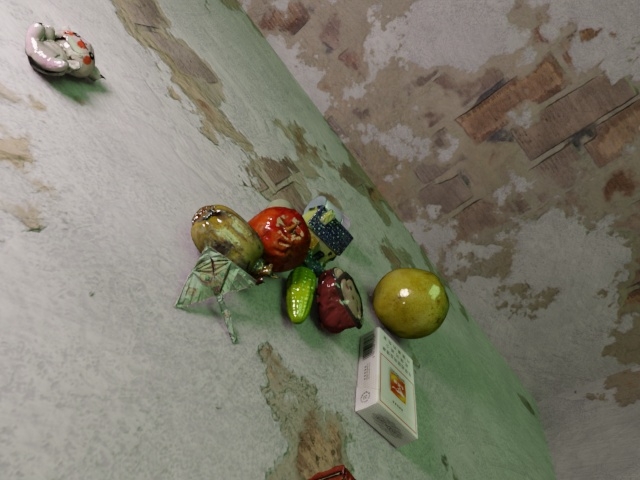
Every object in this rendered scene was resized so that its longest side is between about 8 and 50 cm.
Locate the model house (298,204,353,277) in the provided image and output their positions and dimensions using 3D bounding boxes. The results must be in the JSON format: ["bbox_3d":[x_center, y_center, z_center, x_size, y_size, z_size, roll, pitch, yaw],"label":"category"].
[{"bbox_3d":[0.000,0.000,1.480,0.194,0.211,0.170,45,25,-23],"label":"model house"}]

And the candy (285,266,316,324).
[{"bbox_3d":[-0.063,0.172,1.288,0.097,0.097,0.209,42,29,-26],"label":"candy"}]

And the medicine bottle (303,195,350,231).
[{"bbox_3d":[0.028,-0.085,1.718,0.168,0.135,0.135,35,31,-34],"label":"medicine bottle"}]

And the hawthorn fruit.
[{"bbox_3d":[-0.115,-0.014,1.248,0.208,0.243,0.207,8,69,-23],"label":"hawthorn fruit"}]

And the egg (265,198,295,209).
[{"bbox_3d":[-0.138,-0.076,1.439,0.114,0.114,0.152,37,32,-33],"label":"egg"}]

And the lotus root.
[{"bbox_3d":[-0.229,0.021,1.133,0.278,0.154,0.154,44,27,-20],"label":"lotus root"}]

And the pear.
[{"bbox_3d":[0.385,0.257,1.747,0.304,0.304,0.303,41,29,-28],"label":"pear"}]

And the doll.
[{"bbox_3d":[-0.644,-0.465,1.056,0.149,0.095,0.192,55,22,-14],"label":"doll"}]

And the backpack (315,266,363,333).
[{"bbox_3d":[0.059,0.194,1.409,0.229,0.139,0.229,-21,90,-74],"label":"backpack"}]

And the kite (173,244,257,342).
[{"bbox_3d":[-0.249,0.133,1.026,0.229,0.012,0.249,-17,92,-40],"label":"kite"}]

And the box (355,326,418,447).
[{"bbox_3d":[0.223,0.481,1.412,0.210,0.095,0.330,46,25,-18],"label":"box"}]

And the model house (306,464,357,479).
[{"bbox_3d":[0.042,0.604,0.827,0.254,0.196,0.160,49,24,-14],"label":"model house"}]
